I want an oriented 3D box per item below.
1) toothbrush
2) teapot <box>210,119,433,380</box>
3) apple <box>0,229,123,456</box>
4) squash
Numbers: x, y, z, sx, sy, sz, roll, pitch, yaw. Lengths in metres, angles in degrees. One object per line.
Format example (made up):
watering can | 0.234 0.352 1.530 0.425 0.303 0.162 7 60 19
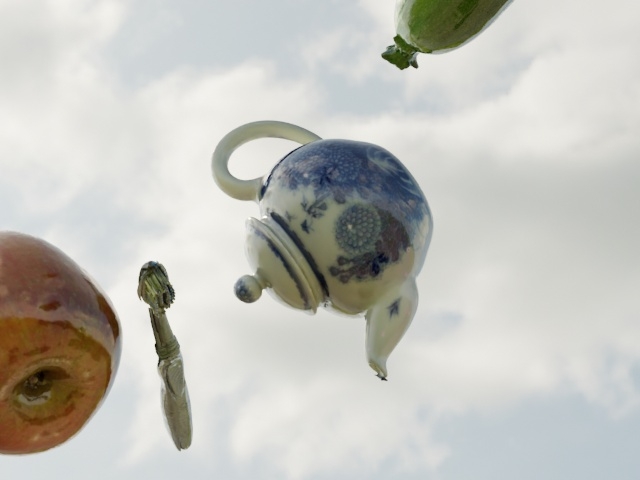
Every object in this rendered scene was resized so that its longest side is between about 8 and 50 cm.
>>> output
toothbrush | -0.165 0.140 1.542 0.035 0.042 0.413 -23 -29 -14
teapot | 0.000 0.000 1.904 0.280 0.424 0.252 -33 -22 -14
apple | -0.352 0.107 1.581 0.242 0.241 0.242 -20 -53 -28
squash | 0.172 -0.293 1.324 0.107 0.107 0.395 17 -42 -22
